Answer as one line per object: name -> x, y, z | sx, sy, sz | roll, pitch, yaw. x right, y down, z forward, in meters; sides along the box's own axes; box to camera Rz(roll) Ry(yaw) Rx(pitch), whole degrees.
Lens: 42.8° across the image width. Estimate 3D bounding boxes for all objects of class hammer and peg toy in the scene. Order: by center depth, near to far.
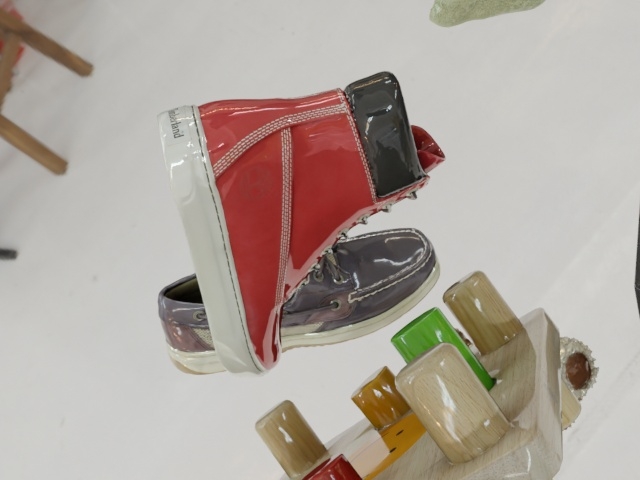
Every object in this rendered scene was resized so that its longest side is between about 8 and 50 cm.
hammer and peg toy -> 0.019, 0.156, 0.467 | 0.266, 0.361, 0.127 | -37, 88, 19

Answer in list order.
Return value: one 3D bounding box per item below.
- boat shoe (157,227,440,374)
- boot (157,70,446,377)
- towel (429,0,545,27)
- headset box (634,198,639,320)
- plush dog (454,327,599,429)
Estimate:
boat shoe -> -0.019, 0.044, 0.791 | 0.285, 0.092, 0.103 | -17, 42, -6
boot -> 0.000, 0.000, 0.560 | 0.176, 0.244, 0.088 | -13, 48, -7
towel -> 0.184, -0.263, 0.804 | 0.148, 0.110, 0.027 | -15, 62, -20
headset box -> 0.607, 0.015, 1.254 | 0.218, 0.110, 0.293 | -5, 33, 26
plush dog -> 0.271, 0.252, 1.213 | 0.262, 0.225, 0.210 | -34, 32, -11
